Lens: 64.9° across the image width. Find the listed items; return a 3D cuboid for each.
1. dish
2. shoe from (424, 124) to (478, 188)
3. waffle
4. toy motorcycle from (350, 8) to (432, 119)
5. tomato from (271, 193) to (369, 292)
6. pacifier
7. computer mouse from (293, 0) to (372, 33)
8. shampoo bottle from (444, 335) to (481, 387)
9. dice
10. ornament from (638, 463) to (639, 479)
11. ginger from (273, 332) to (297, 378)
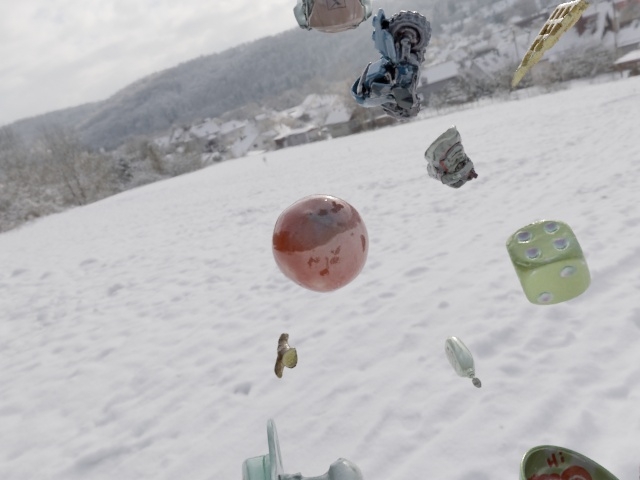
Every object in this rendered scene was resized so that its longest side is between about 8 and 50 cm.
[{"bbox_3d":[0.659,0.701,1.306,0.324,0.124,0.324,12,23,-5],"label":"dish"},{"bbox_3d":[0.341,-0.194,1.295,0.099,0.125,0.227,-38,-22,-2],"label":"shoe"},{"bbox_3d":[0.484,-0.413,1.077,0.191,0.032,0.125,-60,11,17],"label":"waffle"},{"bbox_3d":[0.202,-0.514,1.523,0.232,0.416,0.172,13,67,10],"label":"toy motorcycle"},{"bbox_3d":[0.000,0.000,1.613,0.322,0.321,0.321,-17,18,5],"label":"tomato"},{"bbox_3d":[-0.036,0.556,1.096,0.269,0.288,0.343,-7,28,-3],"label":"pacifier"},{"bbox_3d":[0.020,-0.658,1.269,0.200,0.115,0.388,-9,54,-3],"label":"computer mouse"},{"bbox_3d":[0.345,0.296,1.214,0.045,0.077,0.152,-7,19,-3],"label":"shampoo bottle"},{"bbox_3d":[0.899,0.089,1.991,0.250,0.254,0.252,-21,34,20],"label":"dice"},{"bbox_3d":[0.873,0.584,1.142,0.260,0.259,0.225,-7,36,32],"label":"ornament"},{"bbox_3d":[-0.070,0.228,1.014,0.048,0.030,0.097,-11,52,23],"label":"ginger"}]
